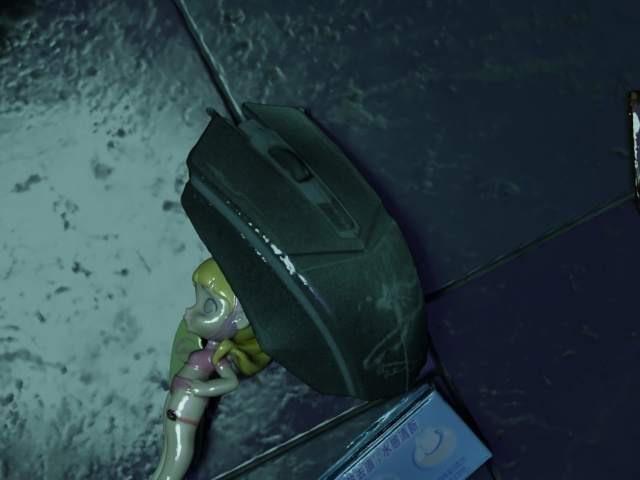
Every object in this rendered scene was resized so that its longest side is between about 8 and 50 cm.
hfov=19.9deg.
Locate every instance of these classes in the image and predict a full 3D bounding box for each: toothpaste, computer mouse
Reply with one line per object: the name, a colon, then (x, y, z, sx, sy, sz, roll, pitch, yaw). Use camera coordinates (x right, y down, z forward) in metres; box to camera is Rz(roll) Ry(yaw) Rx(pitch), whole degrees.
toothpaste: (-0.004, 0.209, 1.249, 0.272, 0.053, 0.066, -42, 92, 1)
computer mouse: (0.000, 0.000, 1.209, 0.126, 0.071, 0.231, -27, 85, -37)

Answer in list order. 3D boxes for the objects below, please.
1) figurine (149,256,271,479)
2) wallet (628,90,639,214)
figurine: (-0.070, 0.089, 1.245, 0.083, 0.083, 0.187, 21, 85, 2)
wallet: (0.302, -0.064, 1.247, 0.176, 0.026, 0.095, -3, 92, 3)
